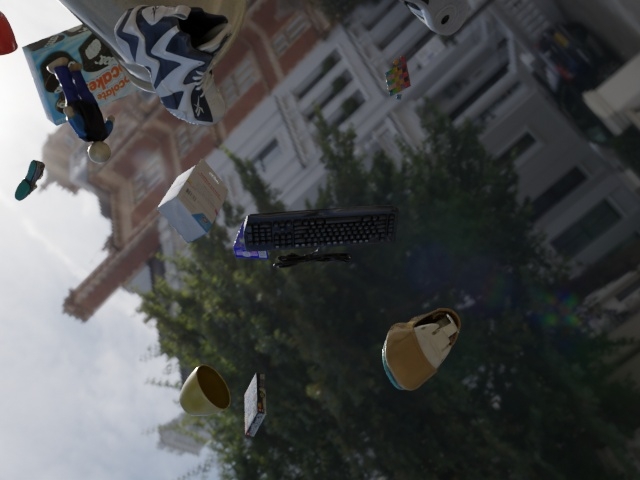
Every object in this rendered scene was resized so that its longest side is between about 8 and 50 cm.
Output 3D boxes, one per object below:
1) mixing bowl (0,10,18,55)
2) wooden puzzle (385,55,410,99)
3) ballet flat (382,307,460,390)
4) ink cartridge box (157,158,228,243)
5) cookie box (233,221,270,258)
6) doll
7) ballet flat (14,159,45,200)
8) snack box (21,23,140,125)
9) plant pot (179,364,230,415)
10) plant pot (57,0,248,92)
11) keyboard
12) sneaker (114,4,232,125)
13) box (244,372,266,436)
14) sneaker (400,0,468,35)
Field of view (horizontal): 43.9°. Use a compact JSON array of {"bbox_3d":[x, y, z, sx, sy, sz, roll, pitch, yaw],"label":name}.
[{"bbox_3d":[-0.894,-0.563,2.095,0.181,0.098,0.181,9,-148,-6],"label":"mixing bowl"},{"bbox_3d":[0.146,-0.305,1.502,0.006,0.049,0.083,10,-114,-46],"label":"wooden puzzle"},{"bbox_3d":[0.136,0.126,1.021,0.080,0.073,0.232,60,-162,1],"label":"ballet flat"},{"bbox_3d":[-0.275,-0.090,1.742,0.104,0.061,0.181,52,-152,-21],"label":"ink cartridge box"},{"bbox_3d":[-0.170,-0.002,2.086,0.107,0.091,0.040,-75,-16,-48],"label":"cookie box"},{"bbox_3d":[-0.399,-0.218,1.355,0.189,0.046,0.129,65,-161,14],"label":"doll"},{"bbox_3d":[-0.664,-0.136,1.827,0.041,0.114,0.041,30,-157,-14],"label":"ballet flat"},{"bbox_3d":[-0.521,-0.422,1.881,0.060,0.322,0.187,32,143,39],"label":"snack box"},{"bbox_3d":[-0.317,0.410,2.101,0.134,0.095,0.134,49,-163,-21],"label":"plant pot"},{"bbox_3d":[-0.359,-0.494,1.504,0.305,0.334,0.334,28,-153,-58],"label":"plant pot"},{"bbox_3d":[0.000,0.000,1.665,0.201,0.317,0.033,91,175,-56],"label":"keyboard"},{"bbox_3d":[-0.177,-0.264,1.188,0.235,0.153,0.094,55,-136,-40],"label":"sneaker"},{"bbox_3d":[-0.171,0.427,2.073,0.027,0.094,0.137,15,-146,-17],"label":"box"},{"bbox_3d":[0.150,-0.412,1.264,0.121,0.079,0.217,49,-163,30],"label":"sneaker"}]
